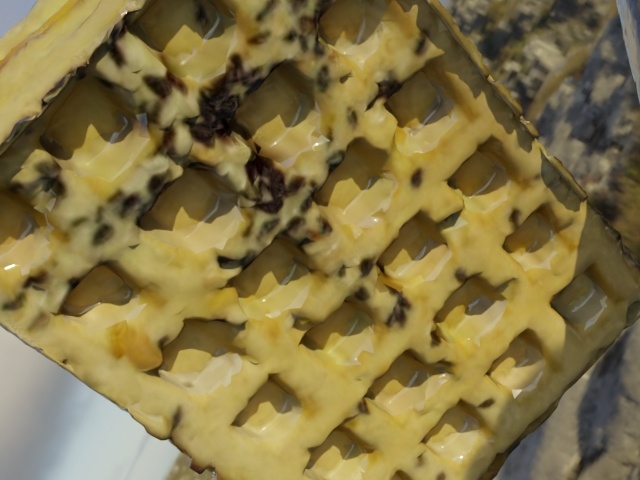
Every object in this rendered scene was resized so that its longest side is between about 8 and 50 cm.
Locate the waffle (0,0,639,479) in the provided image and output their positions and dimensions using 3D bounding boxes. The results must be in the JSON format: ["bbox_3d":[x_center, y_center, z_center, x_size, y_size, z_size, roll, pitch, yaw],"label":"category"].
[{"bbox_3d":[0.000,0.000,0.546,0.261,0.376,0.114,-44,36,0],"label":"waffle"}]

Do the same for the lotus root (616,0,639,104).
[{"bbox_3d":[0.276,-0.121,0.525,0.250,0.250,0.346,121,152,-56],"label":"lotus root"}]
